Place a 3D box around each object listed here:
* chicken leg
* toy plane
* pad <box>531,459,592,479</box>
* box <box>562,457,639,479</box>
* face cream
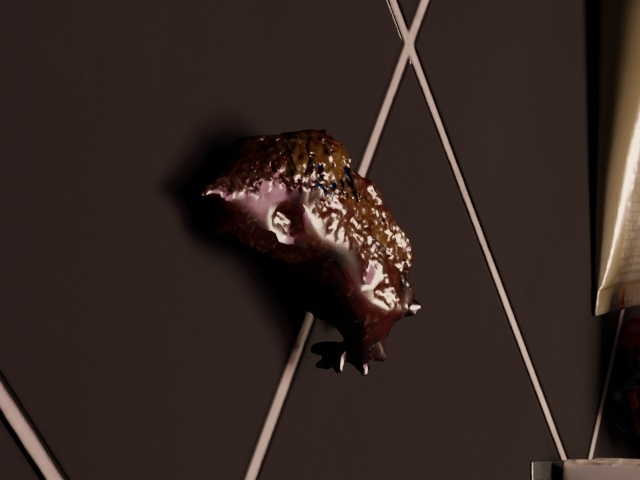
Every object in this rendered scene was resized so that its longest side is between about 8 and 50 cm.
[{"bbox_3d":[0.000,0.000,1.085,0.234,0.063,0.105,54,36,-48],"label":"chicken leg"},{"bbox_3d":[0.290,0.132,1.719,0.037,0.060,0.145,50,28,-53],"label":"toy plane"},{"bbox_3d":[0.216,0.264,1.603,0.245,0.006,0.170,13,75,-64],"label":"pad"},{"bbox_3d":[0.268,0.317,1.576,0.194,0.111,0.260,28,61,-63],"label":"box"},{"bbox_3d":[0.283,-0.107,1.717,0.137,0.084,0.341,-6,102,-64],"label":"face cream"}]
